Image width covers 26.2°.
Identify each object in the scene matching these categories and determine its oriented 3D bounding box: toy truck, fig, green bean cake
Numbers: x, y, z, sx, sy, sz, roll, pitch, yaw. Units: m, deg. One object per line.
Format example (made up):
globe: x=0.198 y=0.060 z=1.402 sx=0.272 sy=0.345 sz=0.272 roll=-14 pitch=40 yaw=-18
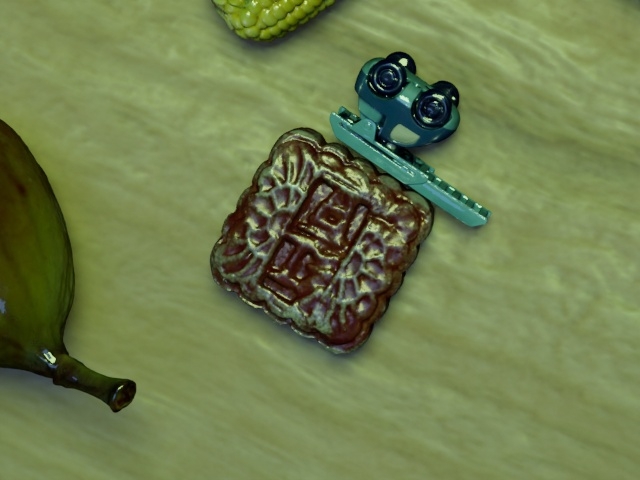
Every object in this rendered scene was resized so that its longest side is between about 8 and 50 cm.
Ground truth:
toy truck: x=0.078 y=-0.075 z=0.983 sx=0.136 sy=0.063 sz=0.074 roll=34 pitch=109 yaw=5
fig: x=-0.231 y=0.027 z=0.984 sx=0.274 sy=0.145 sz=0.170 roll=43 pitch=101 yaw=15
green bean cake: x=0.000 y=0.000 z=1.005 sx=0.136 sy=0.056 sz=0.135 roll=30 pitch=101 yaw=3

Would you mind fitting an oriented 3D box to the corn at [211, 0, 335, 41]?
corn: x=0.030 y=-0.230 z=0.962 sx=0.248 sy=0.081 sz=0.081 roll=-35 pitch=91 yaw=9
